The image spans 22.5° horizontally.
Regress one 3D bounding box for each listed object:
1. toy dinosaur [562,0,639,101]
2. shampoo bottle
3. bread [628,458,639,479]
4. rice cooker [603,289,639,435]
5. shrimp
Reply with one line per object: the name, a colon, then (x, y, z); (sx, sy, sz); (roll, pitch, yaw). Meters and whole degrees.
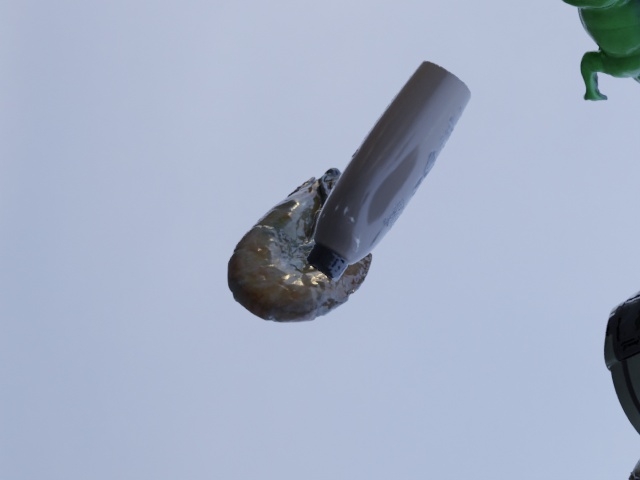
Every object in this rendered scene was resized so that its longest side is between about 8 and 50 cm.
toy dinosaur: (0.387, -0.329, 1.951); (0.374, 0.144, 0.500); (43, -22, 21)
shampoo bottle: (0.068, -0.071, 1.742); (0.257, 0.078, 0.127); (-55, 167, -5)
bread: (0.492, 0.328, 2.201); (0.064, 0.117, 0.156); (-61, 178, -23)
rice cooker: (0.427, 0.122, 1.681); (0.244, 0.226, 0.226); (-31, -124, 54)
shrimp: (0.000, 0.000, 2.043); (0.317, 0.168, 0.077); (-50, 157, -42)
